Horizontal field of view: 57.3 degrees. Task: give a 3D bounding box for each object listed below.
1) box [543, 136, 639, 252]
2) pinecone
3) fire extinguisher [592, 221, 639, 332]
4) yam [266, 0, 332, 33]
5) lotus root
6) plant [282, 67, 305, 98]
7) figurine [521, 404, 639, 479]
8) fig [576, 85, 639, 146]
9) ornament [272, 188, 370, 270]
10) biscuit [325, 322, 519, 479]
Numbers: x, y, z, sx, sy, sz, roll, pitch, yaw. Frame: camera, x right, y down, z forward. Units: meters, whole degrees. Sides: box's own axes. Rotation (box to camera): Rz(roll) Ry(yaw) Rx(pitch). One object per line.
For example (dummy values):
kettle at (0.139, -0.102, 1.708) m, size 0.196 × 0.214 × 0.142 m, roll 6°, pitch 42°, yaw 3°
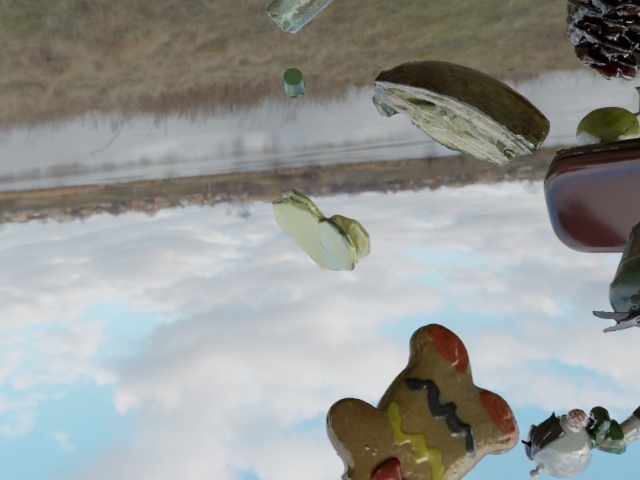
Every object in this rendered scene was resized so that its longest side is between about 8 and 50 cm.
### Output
box at (0.689, -0.093, 1.266) m, size 0.404 × 0.263 × 0.108 m, roll 0°, pitch -158°, yaw 45°
pinecone at (0.697, -0.538, 1.352) m, size 0.242 × 0.295 × 0.298 m, roll 3°, pitch -136°, yaw 19°
fire extinguisher at (0.455, 0.052, 0.806) m, size 0.118 × 0.093 × 0.294 m, roll -10°, pitch -166°, yaw 37°
yam at (-0.002, -0.573, 1.323) m, size 0.259 × 0.093 × 0.093 m, roll -38°, pitch -177°, yaw 9°
lotus root at (0.261, -0.257, 1.076) m, size 0.314 × 0.142 × 0.210 m, roll 29°, pitch 170°, yaw 6°
plant at (-0.056, -0.330, 1.259) m, size 0.051 × 0.051 × 0.102 m, roll -6°, pitch 172°, yaw -1°
figurine at (0.751, 0.568, 1.670) m, size 0.370 × 0.281 × 0.167 m, roll -17°, pitch -132°, yaw 1°
fig at (0.761, -0.289, 1.527) m, size 0.186 × 0.147 × 0.142 m, roll -23°, pitch 173°, yaw -19°
ornament at (0.000, 0.000, 1.140) m, size 0.201 × 0.180 × 0.059 m, roll 31°, pitch -121°, yaw 25°
biscuit at (0.230, 0.404, 1.195) m, size 0.394 × 0.368 × 0.076 m, roll -35°, pitch 176°, yaw -29°
